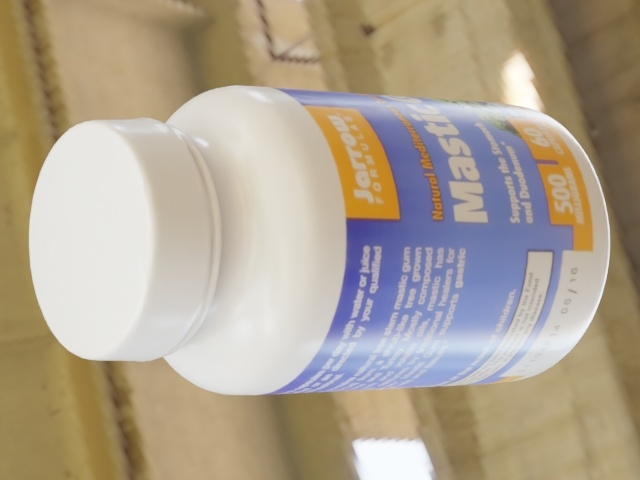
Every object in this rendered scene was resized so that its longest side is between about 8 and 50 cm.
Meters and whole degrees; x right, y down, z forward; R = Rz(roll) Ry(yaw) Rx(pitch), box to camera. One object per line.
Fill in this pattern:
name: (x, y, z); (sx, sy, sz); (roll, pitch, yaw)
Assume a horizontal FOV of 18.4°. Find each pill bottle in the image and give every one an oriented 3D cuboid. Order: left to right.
pill bottle: (0.000, 0.000, 0.990); (0.272, 0.152, 0.152); (1, -112, -38)
